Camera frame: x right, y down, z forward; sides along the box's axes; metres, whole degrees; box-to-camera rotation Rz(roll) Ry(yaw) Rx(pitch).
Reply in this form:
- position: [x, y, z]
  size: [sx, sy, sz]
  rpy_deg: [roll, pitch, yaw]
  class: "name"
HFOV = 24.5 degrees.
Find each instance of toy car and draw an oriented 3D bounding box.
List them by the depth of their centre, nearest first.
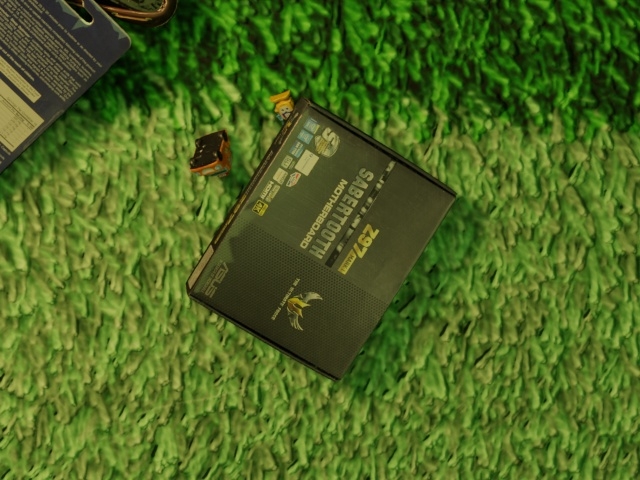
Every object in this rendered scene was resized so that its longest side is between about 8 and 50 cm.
- position: [-0.073, -0.098, 1.484]
  size: [0.122, 0.060, 0.040]
  rpy_deg: [-26, 125, 7]
  class: "toy car"

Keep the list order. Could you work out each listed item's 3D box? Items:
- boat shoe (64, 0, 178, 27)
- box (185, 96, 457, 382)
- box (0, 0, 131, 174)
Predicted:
- position: [-0.237, -0.268, 1.444]
  size: [0.207, 0.073, 0.073]
  rpy_deg: [19, 99, -4]
  class: "boat shoe"
- position: [0.000, 0.000, 1.489]
  size: [0.183, 0.059, 0.232]
  rpy_deg: [32, 96, -14]
  class: "box"
- position: [-0.304, -0.169, 1.445]
  size: [0.225, 0.036, 0.136]
  rpy_deg: [-40, 105, 16]
  class: "box"
